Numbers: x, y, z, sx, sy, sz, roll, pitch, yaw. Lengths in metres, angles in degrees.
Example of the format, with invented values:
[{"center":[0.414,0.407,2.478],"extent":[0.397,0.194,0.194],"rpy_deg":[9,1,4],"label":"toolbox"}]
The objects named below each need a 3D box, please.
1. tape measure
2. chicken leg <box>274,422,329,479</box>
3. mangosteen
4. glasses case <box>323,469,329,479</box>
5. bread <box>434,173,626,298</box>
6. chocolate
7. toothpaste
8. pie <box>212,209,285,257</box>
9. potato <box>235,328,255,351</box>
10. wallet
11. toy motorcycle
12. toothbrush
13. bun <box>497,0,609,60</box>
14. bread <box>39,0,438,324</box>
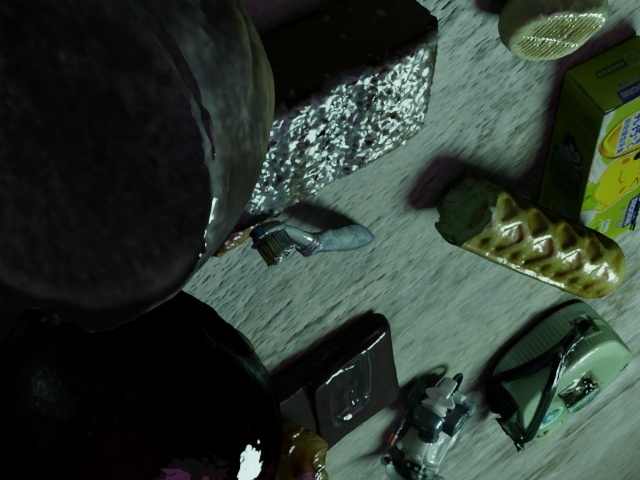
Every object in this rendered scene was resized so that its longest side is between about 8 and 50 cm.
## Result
[{"center":[0.337,0.207,2.415],"extent":[0.235,0.115,0.207],"rpy_deg":[-42,155,8],"label":"tape measure"},{"center":[-0.109,0.291,2.011],"extent":[0.251,0.087,0.107],"rpy_deg":[-14,109,-6],"label":"chicken leg"},{"center":[-0.187,0.182,1.544],"extent":[0.300,0.300,0.300],"rpy_deg":[-29,152,-17],"label":"mangosteen"},{"center":[-0.067,0.315,2.164],"extent":[0.075,0.049,0.218],"rpy_deg":[-43,153,11],"label":"glasses case"},{"center":[0.255,0.002,1.935],"extent":[0.269,0.087,0.098],"rpy_deg":[22,135,-37],"label":"bread"},{"center":[-0.158,-0.115,1.195],"extent":[0.213,0.303,0.303],"rpy_deg":[-46,169,-52],"label":"chocolate"},{"center":[0.336,-0.101,1.975],"extent":[0.110,0.077,0.327],"rpy_deg":[-27,151,-16],"label":"toothpaste"},{"center":[-0.057,-0.039,1.646],"extent":[0.170,0.034,0.092],"rpy_deg":[-38,157,3],"label":"pie"},{"center":[-0.176,0.213,1.777],"extent":[0.298,0.141,0.176],"rpy_deg":[-45,162,14],"label":"potato"},{"center":[0.022,0.195,2.090],"extent":[0.182,0.049,0.229],"rpy_deg":[-35,154,-11],"label":"wallet"},{"center":[0.154,0.273,2.324],"extent":[0.150,0.102,0.221],"rpy_deg":[-49,162,-25],"label":"toy motorcycle"},{"center":[0.000,0.000,1.666],"extent":[0.035,0.042,0.413],"rpy_deg":[-32,173,13],"label":"toothbrush"},{"center":[0.230,-0.232,1.653],"extent":[0.115,0.069,0.115],"rpy_deg":[-12,155,-6],"label":"bun"},{"center":[-0.083,-0.081,1.465],"extent":[0.416,0.113,0.165],"rpy_deg":[-28,153,-21],"label":"bread"}]
